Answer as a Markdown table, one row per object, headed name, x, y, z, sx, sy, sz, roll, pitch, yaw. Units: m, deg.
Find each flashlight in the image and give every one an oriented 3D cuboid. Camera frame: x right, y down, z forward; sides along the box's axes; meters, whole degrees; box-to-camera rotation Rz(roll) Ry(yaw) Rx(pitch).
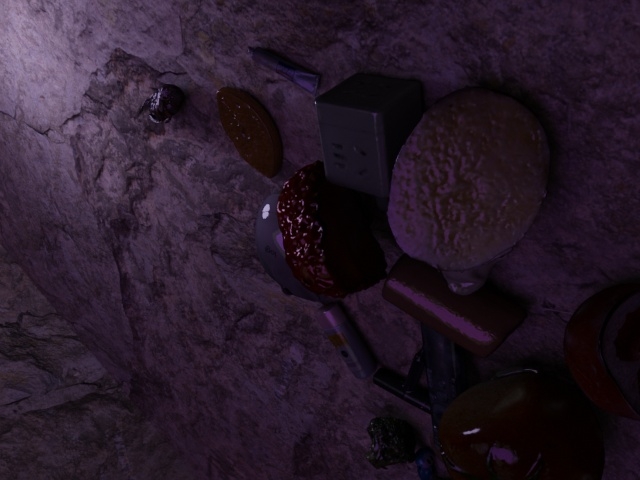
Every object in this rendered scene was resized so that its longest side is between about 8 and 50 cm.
| name | x | y | z | sx | sy | sz | roll | pitch | yaw |
| --- | --- | --- | --- | --- | --- | --- | --- | --- | --- |
| flashlight | 0.270 | 0.584 | 1.686 | 0.051 | 0.051 | 0.129 | 22 | 141 | 31 |

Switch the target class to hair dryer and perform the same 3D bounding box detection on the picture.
| name | x | y | z | sx | sy | sz | roll | pitch | yaw |
| --- | --- | --- | --- | --- | --- | --- | --- | --- | --- |
| hair dryer | 0.202 | 0.298 | 1.509 | 0.173 | 0.050 | 0.195 | 21 | 130 | 31 |

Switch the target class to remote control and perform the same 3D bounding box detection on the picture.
| name | x | y | z | sx | sy | sz | roll | pitch | yaw |
| --- | --- | --- | --- | --- | --- | --- | --- | --- | --- |
| remote control | 0.272 | 0.310 | 1.404 | 0.107 | 0.044 | 0.378 | 22 | 129 | 50 |

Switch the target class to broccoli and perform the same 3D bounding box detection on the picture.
| name | x | y | z | sx | sy | sz | roll | pitch | yaw |
| --- | --- | --- | --- | --- | --- | --- | --- | --- | --- |
| broccoli | 0.176 | 0.515 | 1.655 | 0.146 | 0.138 | 0.162 | 44 | 172 | 22 |

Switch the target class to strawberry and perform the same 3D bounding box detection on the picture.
| name | x | y | z | sx | sy | sz | roll | pitch | yaw |
| --- | --- | --- | --- | --- | --- | --- | --- | --- | --- |
| strawberry | 0.000 | 0.000 | 1.220 | 0.149 | 0.336 | 0.265 | -26 | 109 | 19 |

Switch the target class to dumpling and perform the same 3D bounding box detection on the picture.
| name | x | y | z | sx | sy | sz | roll | pitch | yaw |
| --- | --- | --- | --- | --- | --- | --- | --- | --- | --- |
| dumpling | 0.270 | 0.006 | 1.153 | 0.134 | 0.100 | 0.169 | -11 | 78 | 21 |

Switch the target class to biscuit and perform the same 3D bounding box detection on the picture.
| name | x | y | z | sx | sy | sz | roll | pitch | yaw |
| --- | --- | --- | --- | --- | --- | --- | --- | --- | --- |
| biscuit | -0.150 | -0.237 | 1.408 | 0.142 | 0.029 | 0.221 | -22 | 104 | 53 |

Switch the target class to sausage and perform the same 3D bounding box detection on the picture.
| name | x | y | z | sx | sy | sz | roll | pitch | yaw |
| --- | --- | --- | --- | --- | --- | --- | --- | --- | --- |
| sausage | 0.252 | 0.123 | 1.237 | 0.252 | 0.123 | 0.123 | 32 | 140 | 23 |

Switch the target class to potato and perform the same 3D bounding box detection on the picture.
| name | x | y | z | sx | sy | sz | roll | pitch | yaw |
| --- | --- | --- | --- | --- | --- | --- | --- | --- | --- |
| potato | 0.242 | -0.099 | 1.053 | 0.239 | 0.116 | 0.299 | 21 | 113 | 12 |

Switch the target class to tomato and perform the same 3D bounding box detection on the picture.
| name | x | y | z | sx | sy | sz | roll | pitch | yaw |
| --- | --- | --- | --- | --- | --- | --- | --- | --- | --- |
| tomato | 0.385 | 0.380 | 1.234 | 0.303 | 0.239 | 0.304 | 21 | 142 | 17 |
| tomato | 0.480 | 0.177 | 1.046 | 0.214 | 0.180 | 0.155 | 64 | 159 | -6 |

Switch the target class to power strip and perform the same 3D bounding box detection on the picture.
| name | x | y | z | sx | sy | sz | roll | pitch | yaw |
| --- | --- | --- | --- | --- | --- | --- | --- | --- | --- |
| power strip | 0.093 | -0.161 | 1.139 | 0.140 | 0.139 | 0.224 | 18 | 133 | 33 |

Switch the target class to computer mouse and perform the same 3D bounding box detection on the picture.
| name | x | y | z | sx | sy | sz | roll | pitch | yaw |
| --- | --- | --- | --- | --- | --- | --- | --- | --- | --- |
| computer mouse | -0.068 | 0.033 | 1.487 | 0.184 | 0.121 | 0.297 | 26 | 136 | 26 |

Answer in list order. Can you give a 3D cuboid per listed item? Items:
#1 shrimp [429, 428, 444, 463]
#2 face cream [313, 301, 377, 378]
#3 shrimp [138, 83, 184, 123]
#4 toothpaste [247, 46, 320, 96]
| name | x | y | z | sx | sy | sz | roll | pitch | yaw |
| --- | --- | --- | --- | --- | --- | --- | --- | --- | --- |
| shrimp | 0.348 | 0.474 | 1.505 | 0.145 | 0.059 | 0.254 | 61 | 147 | 1 |
| face cream | 0.062 | 0.244 | 1.587 | 0.084 | 0.057 | 0.198 | -22 | 105 | 51 |
| shrimp | -0.373 | -0.317 | 1.533 | 0.073 | 0.075 | 0.190 | 27 | 162 | -24 |
| toothpaste | -0.072 | -0.332 | 1.249 | 0.169 | 0.028 | 0.045 | 32 | 133 | 18 |
